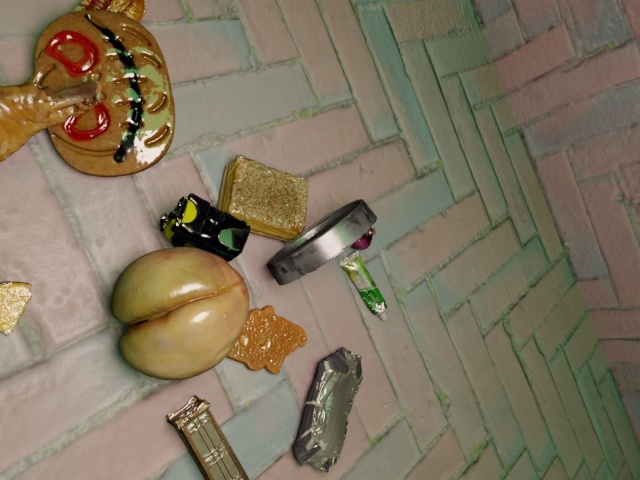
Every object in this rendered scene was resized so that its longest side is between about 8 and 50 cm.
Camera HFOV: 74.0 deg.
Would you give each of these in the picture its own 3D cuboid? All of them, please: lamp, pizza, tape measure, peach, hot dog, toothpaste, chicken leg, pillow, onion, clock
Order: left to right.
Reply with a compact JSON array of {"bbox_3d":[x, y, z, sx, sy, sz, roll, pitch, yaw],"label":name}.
[{"bbox_3d":[-0.645,-0.274,0.808,0.410,0.182,0.295,-25,76,-22],"label":"chicken leg"},{"bbox_3d":[-0.634,0.138,0.839,0.123,0.026,0.108,-13,91,-38],"label":"pizza"},{"bbox_3d":[-0.518,-0.542,1.021,0.131,0.069,0.252,34,65,-25],"label":"hot dog"},{"bbox_3d":[-0.301,0.152,0.933,0.293,0.247,0.292,4,68,-9],"label":"peach"},{"bbox_3d":[-0.282,-0.022,1.019,0.199,0.186,0.112,31,60,-22],"label":"tape measure"},{"bbox_3d":[-0.240,0.529,0.999,0.089,0.090,0.325,-32,99,-34],"label":"lamp"},{"bbox_3d":[0.001,0.000,1.128,0.319,0.319,0.066,-39,100,-33],"label":"clock"},{"bbox_3d":[0.028,0.463,1.195,0.162,0.093,0.334,32,64,-32],"label":"pillow"},{"bbox_3d":[0.129,-0.027,1.353,0.115,0.105,0.115,10,77,-51],"label":"onion"},{"bbox_3d":[0.149,0.153,1.367,0.078,0.047,0.247,-32,100,-8],"label":"toothpaste"}]

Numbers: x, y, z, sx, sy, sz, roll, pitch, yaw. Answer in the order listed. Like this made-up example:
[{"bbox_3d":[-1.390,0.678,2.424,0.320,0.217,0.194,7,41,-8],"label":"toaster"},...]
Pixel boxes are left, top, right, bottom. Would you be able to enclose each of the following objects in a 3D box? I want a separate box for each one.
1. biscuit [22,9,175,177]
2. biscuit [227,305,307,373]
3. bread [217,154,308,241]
[{"bbox_3d":[-0.495,-0.325,0.945,0.315,0.063,0.367,-11,94,-19],"label":"biscuit"},{"bbox_3d":[-0.161,0.266,1.133,0.281,0.043,0.183,4,75,-29],"label":"biscuit"},{"bbox_3d":[-0.156,-0.107,1.168,0.234,0.111,0.184,16,66,-31],"label":"bread"}]
